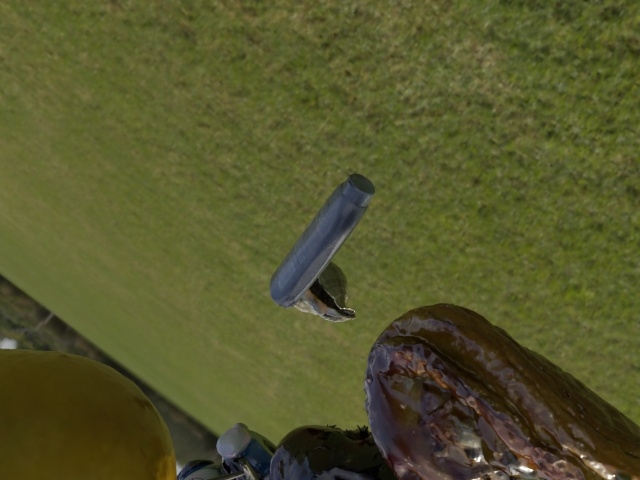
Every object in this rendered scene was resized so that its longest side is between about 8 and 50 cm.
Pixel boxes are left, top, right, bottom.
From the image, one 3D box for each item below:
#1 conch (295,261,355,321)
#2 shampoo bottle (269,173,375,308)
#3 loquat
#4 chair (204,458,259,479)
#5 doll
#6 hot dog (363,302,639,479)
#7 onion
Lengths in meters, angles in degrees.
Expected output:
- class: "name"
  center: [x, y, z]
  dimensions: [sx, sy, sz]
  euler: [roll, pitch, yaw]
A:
- class: "conch"
  center: [-0.006, 0.103, 1.716]
  dimensions: [0.155, 0.130, 0.207]
  euler: [35, -174, -42]
- class: "shampoo bottle"
  center: [0.000, 0.000, 1.208]
  dimensions: [0.049, 0.087, 0.233]
  euler: [24, 124, -19]
- class: "loquat"
  center: [-0.260, 0.216, 0.726]
  dimensions: [0.275, 0.275, 0.275]
  euler: [33, 163, 11]
- class: "chair"
  center: [-0.226, 0.534, 1.534]
  dimensions: [0.166, 0.272, 0.188]
  euler: [110, 142, -77]
- class: "doll"
  center: [-0.203, 0.589, 1.867]
  dimensions: [0.284, 0.310, 0.240]
  euler: [40, 179, 30]
- class: "hot dog"
  center: [0.223, 0.232, 0.964]
  dimensions: [0.387, 0.174, 0.267]
  euler: [34, 134, -1]
- class: "onion"
  center: [0.046, 0.433, 1.464]
  dimensions: [0.281, 0.281, 0.221]
  euler: [25, 140, 33]
